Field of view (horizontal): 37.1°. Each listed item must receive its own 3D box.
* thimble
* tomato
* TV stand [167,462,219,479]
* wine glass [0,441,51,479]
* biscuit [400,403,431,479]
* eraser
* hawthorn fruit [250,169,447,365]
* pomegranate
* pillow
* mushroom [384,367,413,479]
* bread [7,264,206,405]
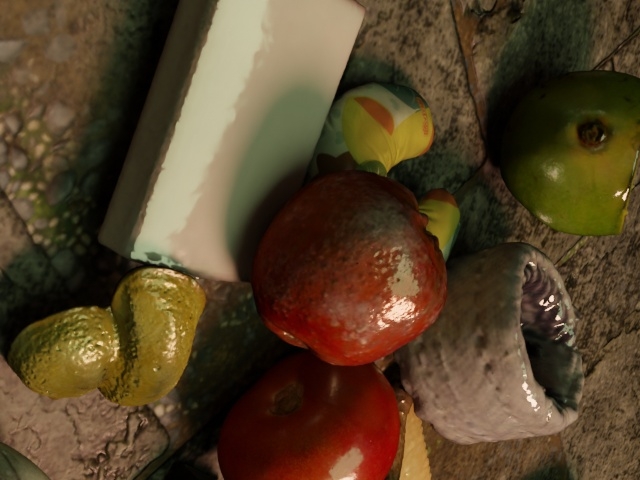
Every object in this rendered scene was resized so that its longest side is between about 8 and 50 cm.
[{"bbox_3d":[0.195,0.118,1.091,0.245,0.157,0.217,4,76,-59],"label":"thimble"},{"bbox_3d":[-0.008,0.203,0.972,0.195,0.195,0.136,-44,121,-18],"label":"tomato"},{"bbox_3d":[-0.175,0.366,0.964,0.270,0.088,0.083,-55,135,-8],"label":"TV stand"},{"bbox_3d":[-0.282,0.216,0.725,0.190,0.190,0.357,-31,129,-29],"label":"wine glass"},{"bbox_3d":[0.071,0.295,1.200,0.160,0.030,0.250,-33,129,-25],"label":"biscuit"},{"bbox_3d":[-0.073,-0.104,0.829,0.174,0.094,0.270,11,103,-51],"label":"eraser"},{"bbox_3d":[0.022,0.026,0.826,0.172,0.172,0.173,-20,122,-35],"label":"hawthorn fruit"},{"bbox_3d":[0.302,-0.121,1.140,0.241,0.159,0.190,-58,153,-47],"label":"pomegranate"},{"bbox_3d":[0.063,-0.046,0.980,0.214,0.086,0.233,-38,117,-39],"label":"pillow"},{"bbox_3d":[0.072,0.250,1.059,0.227,0.147,0.218,105,-7,-82],"label":"mushroom"},{"bbox_3d":[-0.175,0.092,0.803,0.149,0.065,0.188,11,137,-36],"label":"bread"}]
